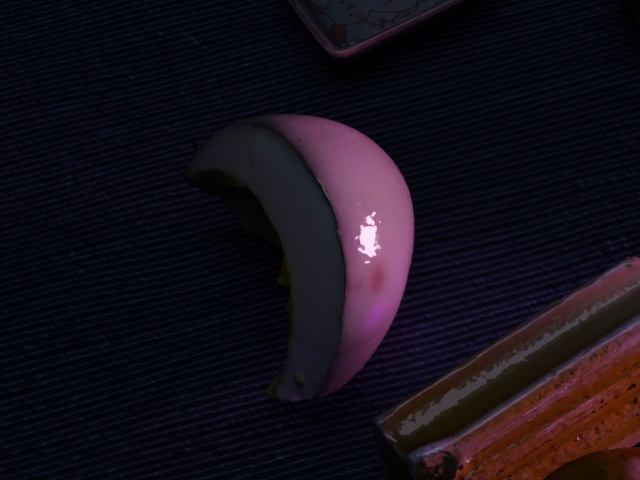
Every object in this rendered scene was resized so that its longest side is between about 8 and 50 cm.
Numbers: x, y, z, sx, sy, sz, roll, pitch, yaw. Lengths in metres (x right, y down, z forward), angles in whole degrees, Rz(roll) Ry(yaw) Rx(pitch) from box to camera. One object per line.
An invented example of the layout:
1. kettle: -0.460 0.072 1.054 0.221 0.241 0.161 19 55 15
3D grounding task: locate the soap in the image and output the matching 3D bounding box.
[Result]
1. soap: 0.185 0.148 1.491 0.274 0.173 0.089 -31 52 -14

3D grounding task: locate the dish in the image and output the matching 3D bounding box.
1. dish: 0.081 -0.271 1.828 0.234 0.064 0.154 -27 59 -9

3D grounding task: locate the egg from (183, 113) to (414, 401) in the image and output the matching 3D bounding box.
1. egg: 0.011 -0.006 1.604 0.161 0.206 0.271 -10 61 -39

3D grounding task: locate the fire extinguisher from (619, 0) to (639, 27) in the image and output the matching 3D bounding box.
1. fire extinguisher: 0.389 -0.149 1.669 0.200 0.113 0.376 -7 53 -32

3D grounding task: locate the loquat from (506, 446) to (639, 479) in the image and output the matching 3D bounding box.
1. loquat: 0.235 0.264 1.393 0.246 0.213 0.213 27 64 11
